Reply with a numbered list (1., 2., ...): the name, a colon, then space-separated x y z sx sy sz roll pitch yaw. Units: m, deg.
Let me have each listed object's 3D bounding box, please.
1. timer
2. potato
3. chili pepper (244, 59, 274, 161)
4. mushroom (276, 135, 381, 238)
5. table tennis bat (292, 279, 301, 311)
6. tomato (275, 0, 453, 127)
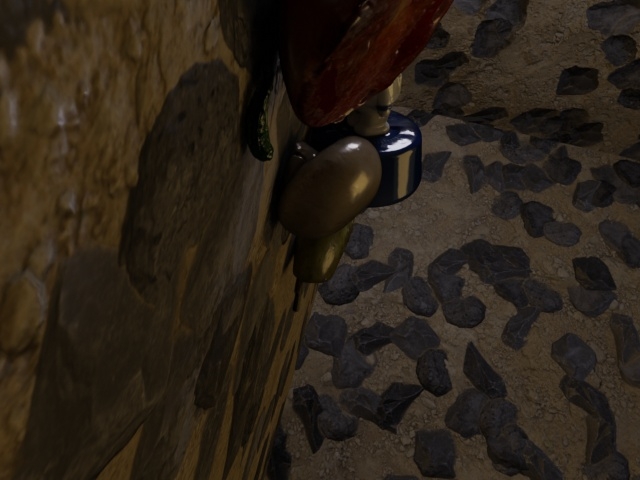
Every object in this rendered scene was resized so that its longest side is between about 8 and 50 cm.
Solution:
1. timer: 0.104 -0.293 1.086 0.270 0.270 0.383 -71 167 -50
2. potato: 0.000 0.000 1.366 0.298 0.141 0.176 -62 154 -44
3. chili pepper: -0.072 -0.149 0.599 0.055 0.035 0.118 -101 -168 -69
4. mushroom: 0.008 -0.108 0.963 0.226 0.178 0.226 -42 168 -11
5. table tennis bat: -0.066 0.137 1.724 0.131 0.022 0.234 -69 171 -63
6. tomato: 0.038 -0.303 0.640 0.309 0.170 0.309 -39 173 -6
